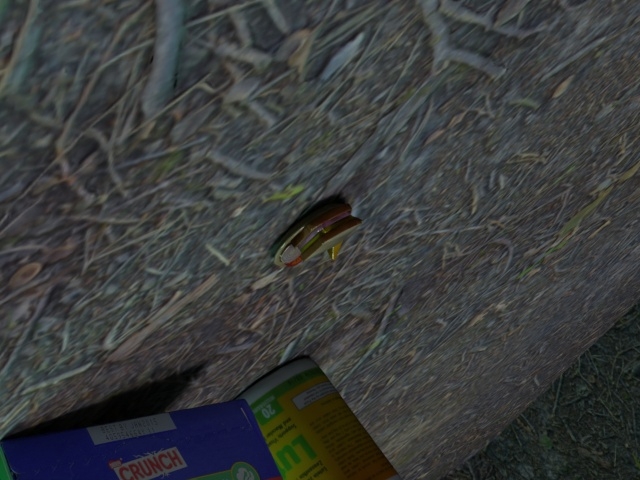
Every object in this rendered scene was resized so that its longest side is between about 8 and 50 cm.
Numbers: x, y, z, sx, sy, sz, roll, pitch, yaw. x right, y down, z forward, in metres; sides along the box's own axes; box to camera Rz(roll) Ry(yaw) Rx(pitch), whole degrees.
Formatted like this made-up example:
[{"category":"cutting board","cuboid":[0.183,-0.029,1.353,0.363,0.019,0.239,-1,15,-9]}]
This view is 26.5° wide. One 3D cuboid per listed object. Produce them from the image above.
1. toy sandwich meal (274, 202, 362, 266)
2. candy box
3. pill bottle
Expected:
[{"category":"toy sandwich meal","cuboid":[0.000,0.000,1.097,0.085,0.029,0.085,-34,164,-11]},{"category":"candy box","cuboid":[-0.218,0.287,1.213,0.268,0.122,0.317,-3,143,-45]},{"category":"pill bottle","cuboid":[0.007,0.261,1.461,0.136,0.246,0.136,-34,164,-11]}]
